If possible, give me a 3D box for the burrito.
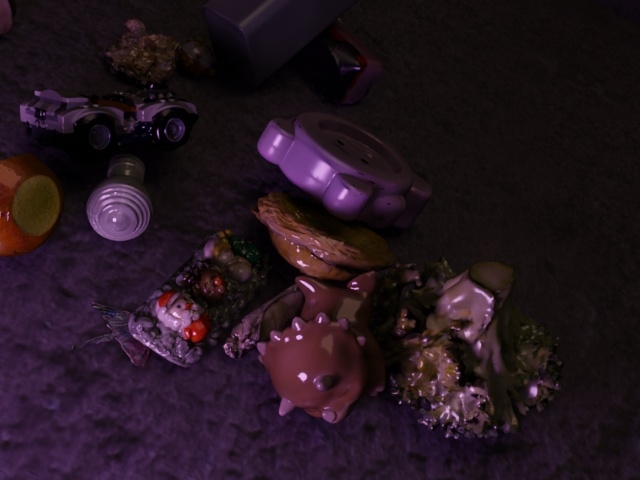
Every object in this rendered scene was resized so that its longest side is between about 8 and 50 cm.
[{"bbox_3d":[-0.077,0.124,1.454,0.229,0.063,0.058,-28,83,-50],"label":"burrito"}]

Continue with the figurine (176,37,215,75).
[{"bbox_3d":[-0.261,-0.400,1.933,0.101,0.068,0.143,43,22,6],"label":"figurine"}]

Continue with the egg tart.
[{"bbox_3d":[0.000,0.000,1.587,0.279,0.095,0.279,24,12,-6],"label":"egg tart"}]

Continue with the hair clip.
[{"bbox_3d":[-0.171,0.069,1.424,0.138,0.091,0.321,33,36,2],"label":"hair clip"}]

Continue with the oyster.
[{"bbox_3d":[-0.372,-0.397,1.845,0.163,0.081,0.191,-12,50,-36],"label":"oyster"}]

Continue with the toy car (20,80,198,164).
[{"bbox_3d":[-0.361,-0.217,1.567,0.301,0.118,0.193,-16,24,-40],"label":"toy car"}]

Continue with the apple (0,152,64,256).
[{"bbox_3d":[-0.462,-0.062,1.328,0.146,0.163,0.147,8,44,35],"label":"apple"}]

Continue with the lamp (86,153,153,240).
[{"bbox_3d":[-0.328,-0.077,1.493,0.106,0.106,0.193,18,30,-16],"label":"lamp"}]

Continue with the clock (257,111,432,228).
[{"bbox_3d":[0.045,-0.139,1.728,0.295,0.113,0.322,41,23,20],"label":"clock"}]

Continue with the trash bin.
[{"bbox_3d":[-0.078,-0.522,1.941,0.158,0.223,0.343,34,69,20],"label":"trash bin"}]

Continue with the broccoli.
[{"bbox_3d":[0.231,0.163,1.495,0.334,0.272,0.324,-21,20,-38],"label":"broccoli"}]

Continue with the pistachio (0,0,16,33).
[{"bbox_3d":[-0.683,-0.474,1.680,0.238,0.153,0.137,35,38,-41],"label":"pistachio"}]

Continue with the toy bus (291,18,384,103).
[{"bbox_3d":[0.008,-0.454,2.120,0.147,0.127,0.302,-8,49,-45],"label":"toy bus"}]

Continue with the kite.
[{"bbox_3d":[-0.303,0.140,1.331,0.157,0.011,0.139,-16,54,-44],"label":"kite"}]

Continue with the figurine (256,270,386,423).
[{"bbox_3d":[-0.006,0.153,1.359,0.173,0.177,0.247,21,65,-41],"label":"figurine"}]
